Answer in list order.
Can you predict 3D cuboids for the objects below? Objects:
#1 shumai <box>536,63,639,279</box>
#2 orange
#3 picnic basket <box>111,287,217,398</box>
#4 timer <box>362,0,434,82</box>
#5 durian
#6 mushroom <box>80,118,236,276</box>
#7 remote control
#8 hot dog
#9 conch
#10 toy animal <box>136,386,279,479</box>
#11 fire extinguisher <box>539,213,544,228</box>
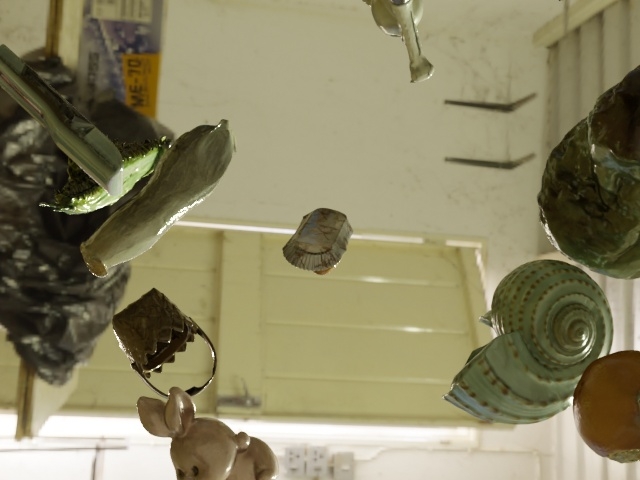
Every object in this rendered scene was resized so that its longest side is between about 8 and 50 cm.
[{"bbox_3d":[0.583,-0.148,1.372,0.324,0.397,0.323,52,-15,29],"label":"shumai"},{"bbox_3d":[0.419,0.225,1.056,0.134,0.156,0.157,122,-29,-74],"label":"orange"},{"bbox_3d":[-0.251,0.179,1.291,0.178,0.128,0.138,49,-20,13],"label":"picnic basket"},{"bbox_3d":[0.067,-0.290,0.779,0.266,0.175,0.175,71,17,-64],"label":"timer"},{"bbox_3d":[-0.450,-0.139,1.608,0.375,0.106,0.132,-42,150,-47],"label":"durian"},{"bbox_3d":[-0.261,-0.073,1.305,0.351,0.109,0.097,-51,141,-32],"label":"mushroom"},{"bbox_3d":[-0.248,-0.112,0.743,0.029,0.166,0.065,-46,177,-24],"label":"remote control"},{"bbox_3d":[0.000,0.000,1.427,0.191,0.108,0.059,-61,164,-57],"label":"hot dog"},{"bbox_3d":[0.352,0.190,1.320,0.303,0.215,0.319,-50,165,-12],"label":"conch"},{"bbox_3d":[-0.164,0.290,1.066,0.124,0.212,0.124,-34,-143,30],"label":"toy animal"},{"bbox_3d":[0.547,-0.025,1.688,0.095,0.114,0.311,53,7,-8],"label":"fire extinguisher"}]
